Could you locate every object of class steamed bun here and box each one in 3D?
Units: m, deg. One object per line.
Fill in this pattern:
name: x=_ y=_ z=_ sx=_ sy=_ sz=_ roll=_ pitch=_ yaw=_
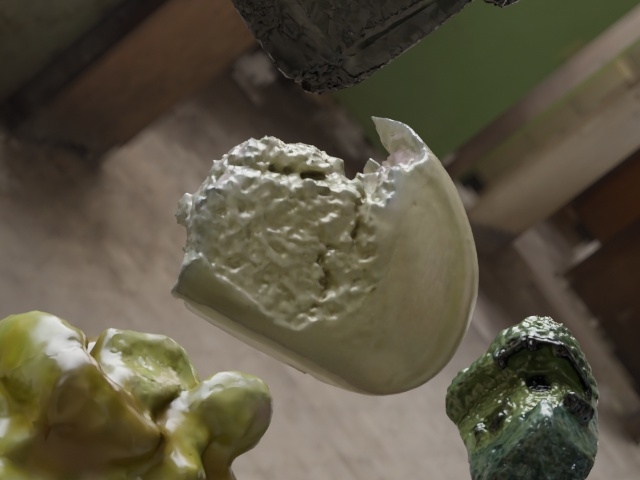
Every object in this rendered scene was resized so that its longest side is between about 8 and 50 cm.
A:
steamed bun: x=0.000 y=0.000 z=1.292 sx=0.200 sy=0.170 sz=0.225 roll=23 pitch=-4 yaw=-9

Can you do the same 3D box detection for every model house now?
model house: x=0.103 y=0.091 z=0.985 sx=0.066 sy=0.078 sz=0.083 roll=45 pitch=18 yaw=-16

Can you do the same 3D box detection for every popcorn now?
popcorn: x=-0.149 y=0.139 z=0.979 sx=0.259 sy=0.259 sz=0.212 roll=46 pitch=-11 yaw=-25

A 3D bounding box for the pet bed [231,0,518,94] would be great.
pet bed: x=0.044 y=-0.185 z=0.828 sx=0.183 sy=0.159 sz=0.211 roll=60 pitch=30 yaw=-5
